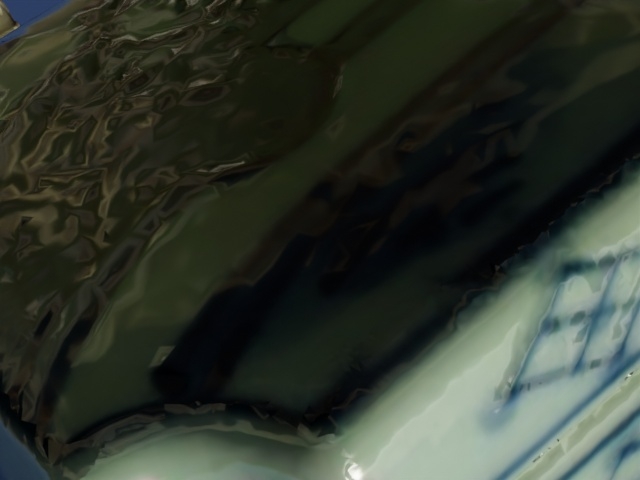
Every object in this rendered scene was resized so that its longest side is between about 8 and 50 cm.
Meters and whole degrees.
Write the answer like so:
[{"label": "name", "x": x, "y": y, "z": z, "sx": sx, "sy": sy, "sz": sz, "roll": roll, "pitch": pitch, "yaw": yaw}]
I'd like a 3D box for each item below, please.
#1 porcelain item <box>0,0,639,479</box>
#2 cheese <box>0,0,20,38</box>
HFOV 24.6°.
[{"label": "porcelain item", "x": 0.000, "y": 0.000, "z": 0.497, "sx": 0.281, "sy": 0.157, "sz": 0.286, "roll": -36, "pitch": -140, "yaw": -20}, {"label": "cheese", "x": -0.256, "y": -0.113, "z": 1.158, "sx": 0.071, "sy": 0.249, "sz": 0.163, "roll": -34, "pitch": -109, "yaw": -16}]
